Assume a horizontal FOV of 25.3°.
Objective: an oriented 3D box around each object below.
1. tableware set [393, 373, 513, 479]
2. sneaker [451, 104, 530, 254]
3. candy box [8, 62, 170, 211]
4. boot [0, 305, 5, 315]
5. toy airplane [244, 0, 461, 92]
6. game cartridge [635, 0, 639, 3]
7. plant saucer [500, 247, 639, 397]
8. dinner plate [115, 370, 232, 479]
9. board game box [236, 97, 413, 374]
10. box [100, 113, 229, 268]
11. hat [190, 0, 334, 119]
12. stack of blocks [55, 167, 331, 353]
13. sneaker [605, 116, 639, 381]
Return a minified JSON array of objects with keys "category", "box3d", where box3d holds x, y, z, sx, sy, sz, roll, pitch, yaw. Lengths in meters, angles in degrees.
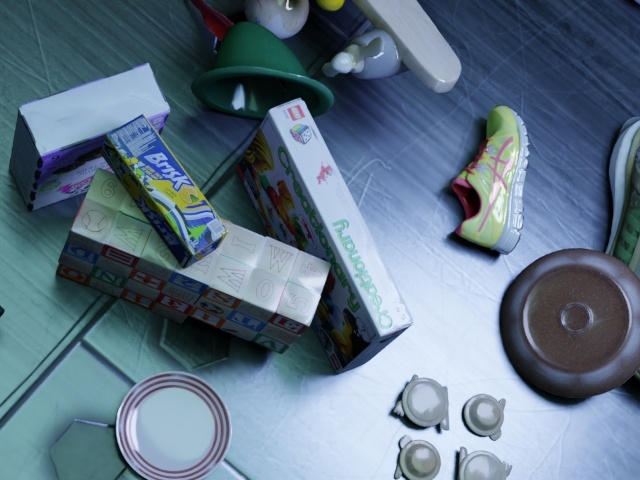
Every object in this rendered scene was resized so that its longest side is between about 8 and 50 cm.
[{"category":"tableware set","box3d":[0.168,0.252,1.808,0.169,0.020,0.141,15,70,-11]},{"category":"sneaker","box3d":[0.223,-0.089,1.909,0.094,0.081,0.208,9,70,-10]},{"category":"candy box","box3d":[-0.281,-0.121,1.717,0.165,0.196,0.070,-22,79,-21]},{"category":"boot","box3d":[-0.559,0.086,1.601,0.260,0.131,0.348,48,56,-3]},{"category":"toy airplane","box3d":[0.010,-0.375,1.866,0.384,0.272,0.386,32,27,-21]},{"category":"game cartridge","box3d":[0.609,-0.374,2.049,0.297,0.198,0.062,6,69,-13]},{"category":"plant saucer","box3d":[0.331,0.103,1.848,0.199,0.036,0.198,-3,76,13]},{"category":"dinner plate","box3d":[-0.177,0.227,1.722,0.141,0.017,0.141,5,71,-14]},{"category":"board game box","box3d":[0.000,0.000,1.755,0.053,0.193,0.305,-22,78,-22]},{"category":"box","box3d":[-0.177,-0.055,1.609,0.054,0.059,0.169,-33,84,-23]},{"category":"hat","box3d":[-0.079,-0.268,1.833,0.209,0.173,0.183,7,74,-7]},{"category":"stack of blocks","box3d":[-0.156,0.034,1.712,0.297,0.171,0.087,23,67,-8]},{"category":"sneaker","box3d":[0.468,-0.003,1.890,0.158,0.182,0.410,8,70,-13]}]
